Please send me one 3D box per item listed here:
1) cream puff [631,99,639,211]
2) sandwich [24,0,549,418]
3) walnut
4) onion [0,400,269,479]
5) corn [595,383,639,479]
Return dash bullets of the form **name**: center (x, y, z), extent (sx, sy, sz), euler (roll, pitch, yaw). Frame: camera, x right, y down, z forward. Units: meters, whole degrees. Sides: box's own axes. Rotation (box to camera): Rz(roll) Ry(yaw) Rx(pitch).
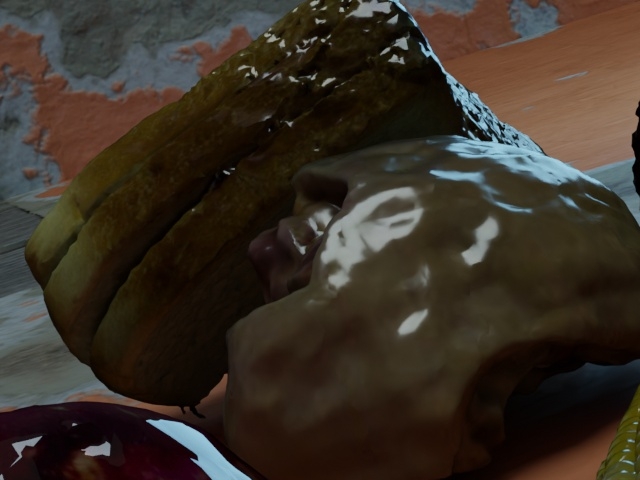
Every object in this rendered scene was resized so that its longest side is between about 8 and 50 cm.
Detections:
- **cream puff**: center (0.261, -0.059, 0.874), extent (0.239, 0.165, 0.239), euler (-10, 11, 2)
- **sandwich**: center (-0.002, -0.004, 1.040), extent (0.254, 0.100, 0.288), euler (-42, -28, 10)
- **walnut**: center (0.059, 0.021, 0.860), extent (0.204, 0.141, 0.238), euler (-9, 13, 11)
- **onion**: center (-0.074, 0.121, 0.487), extent (0.177, 0.153, 0.177), euler (-29, -1, -1)
- **corn**: center (0.155, 0.054, 0.640), extent (0.097, 0.097, 0.320), euler (-11, 12, 25)
